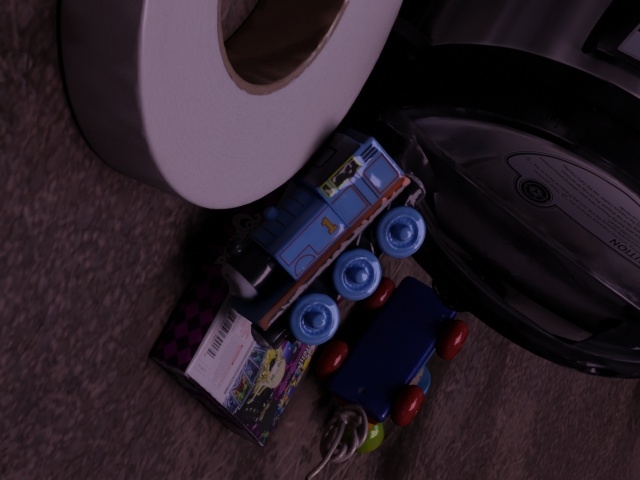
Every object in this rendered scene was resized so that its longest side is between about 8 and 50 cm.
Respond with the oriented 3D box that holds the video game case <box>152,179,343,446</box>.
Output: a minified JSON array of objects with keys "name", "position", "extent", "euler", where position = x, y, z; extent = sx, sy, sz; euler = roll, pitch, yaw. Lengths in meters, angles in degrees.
[{"name":"video game case","position":[-0.039,0.040,1.616],"extent":[0.232,0.042,0.210],"euler":[-62,155,-12]}]

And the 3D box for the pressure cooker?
[{"name":"pressure cooker","position":[0.240,-0.096,1.662],"extent":[0.420,0.370,0.375],"euler":[-58,150,-25]}]

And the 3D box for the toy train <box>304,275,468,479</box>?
[{"name":"toy train","position":[0.040,0.165,1.840],"extent":[0.248,0.105,0.143],"euler":[-53,166,-29]}]

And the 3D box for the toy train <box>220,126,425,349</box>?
[{"name":"toy train","position":[0.000,0.000,1.496],"extent":[0.184,0.080,0.105],"euler":[-45,112,-7]}]

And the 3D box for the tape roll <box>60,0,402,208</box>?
[{"name":"tape roll","position":[-0.042,-0.212,1.356],"extent":[0.392,0.072,0.392],"euler":[-45,148,-39]}]
